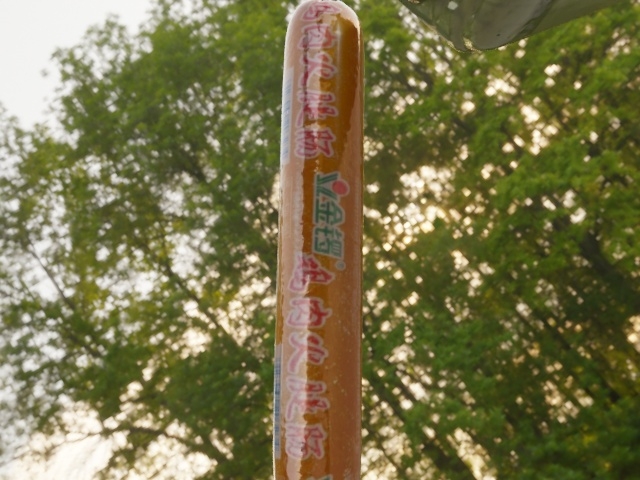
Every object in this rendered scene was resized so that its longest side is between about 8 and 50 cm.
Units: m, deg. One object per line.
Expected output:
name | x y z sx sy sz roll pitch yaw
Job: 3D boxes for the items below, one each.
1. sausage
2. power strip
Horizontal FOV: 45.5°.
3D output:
sausage | 0.000 0.000 0.462 0.053 0.348 0.053 1 -14 0
power strip | 0.146 -0.183 0.461 0.387 0.092 0.066 -30 -22 -44
